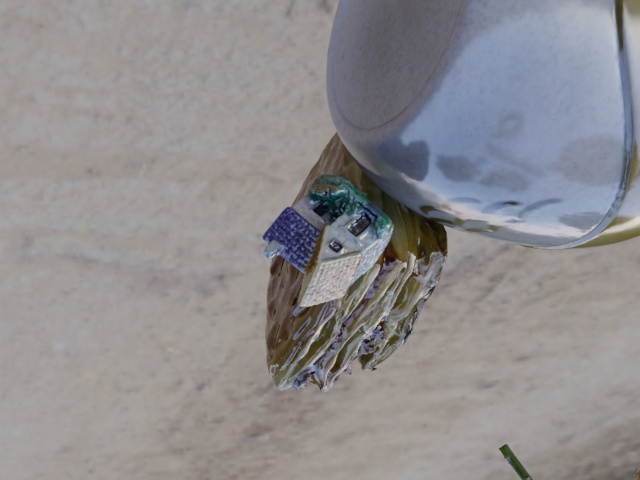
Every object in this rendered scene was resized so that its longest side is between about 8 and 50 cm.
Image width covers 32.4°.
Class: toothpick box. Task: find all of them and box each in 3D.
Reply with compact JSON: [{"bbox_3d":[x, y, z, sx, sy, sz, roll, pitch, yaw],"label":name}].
[{"bbox_3d":[0.256,-0.194,1.222,0.425,0.409,0.409,15,146,-27],"label":"toothpick box"}]

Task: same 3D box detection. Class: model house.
[{"bbox_3d":[0.000,0.000,1.104,0.100,0.100,0.088,-40,165,-31],"label":"model house"}]

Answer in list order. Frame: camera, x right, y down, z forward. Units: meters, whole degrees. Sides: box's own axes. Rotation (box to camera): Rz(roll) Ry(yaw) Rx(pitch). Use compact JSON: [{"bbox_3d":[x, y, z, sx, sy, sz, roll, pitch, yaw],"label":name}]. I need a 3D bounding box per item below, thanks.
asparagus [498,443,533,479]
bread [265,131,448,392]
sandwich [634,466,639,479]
[{"bbox_3d":[0.258,0.303,1.268,0.016,0.163,0.016,-26,152,-19],"label":"asparagus"},{"bbox_3d":[0.048,0.018,1.395,0.167,0.325,0.277,22,126,-14],"label":"bread"},{"bbox_3d":[0.500,0.404,1.451,0.186,0.215,0.065,8,170,-1],"label":"sandwich"}]
